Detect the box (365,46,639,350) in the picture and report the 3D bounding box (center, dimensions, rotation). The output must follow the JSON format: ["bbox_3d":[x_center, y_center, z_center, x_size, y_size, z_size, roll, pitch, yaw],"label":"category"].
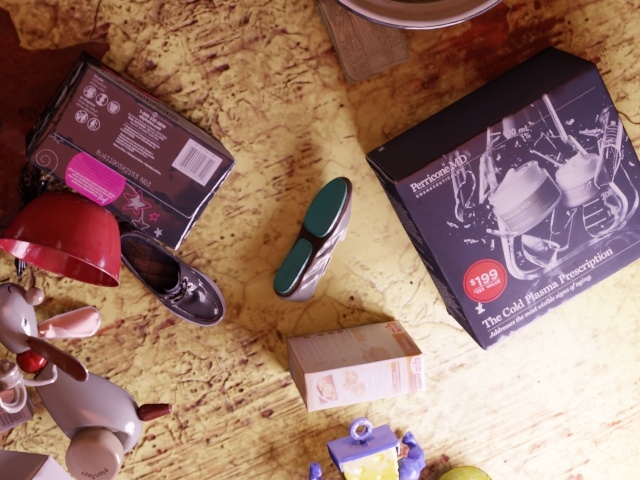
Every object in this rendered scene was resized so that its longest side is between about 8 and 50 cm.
[{"bbox_3d":[0.298,-0.066,1.947,0.343,0.179,0.312,-31,110,-2],"label":"box"}]

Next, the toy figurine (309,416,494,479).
[{"bbox_3d":[0.114,0.379,2.047,0.362,0.191,0.217,-16,105,-9],"label":"toy figurine"}]

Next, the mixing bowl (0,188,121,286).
[{"bbox_3d":[-0.354,-0.011,1.815,0.181,0.181,0.098,22,75,-18],"label":"mixing bowl"}]

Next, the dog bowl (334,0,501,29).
[{"bbox_3d":[0.119,-0.499,1.771,0.408,0.150,0.408,-3,103,-13],"label":"dog bowl"}]

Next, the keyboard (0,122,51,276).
[{"bbox_3d":[-0.503,-0.027,1.853,0.201,0.033,0.317,9,106,-14],"label":"keyboard"}]

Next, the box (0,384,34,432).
[{"bbox_3d":[-0.588,0.293,1.915,0.324,0.063,0.067,-24,110,-5],"label":"box"}]

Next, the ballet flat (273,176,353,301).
[{"bbox_3d":[0.000,0.000,1.967,0.068,0.072,0.213,20,104,-46],"label":"ballet flat"}]

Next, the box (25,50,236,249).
[{"bbox_3d":[-0.269,-0.130,1.815,0.247,0.142,0.163,33,96,-21],"label":"box"}]

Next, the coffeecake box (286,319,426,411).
[{"bbox_3d":[0.053,0.191,1.989,0.185,0.142,0.068,-9,110,-10],"label":"coffeecake box"}]

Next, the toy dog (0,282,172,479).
[{"bbox_3d":[-0.342,0.197,1.876,0.161,0.220,0.333,-28,129,11],"label":"toy dog"}]

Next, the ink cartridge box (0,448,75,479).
[{"bbox_3d":[-0.387,0.458,1.918,0.306,0.226,0.131,52,58,-21],"label":"ink cartridge box"}]

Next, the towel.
[{"bbox_3d":[0.064,-0.313,1.895,0.110,0.027,0.148,-26,111,-5],"label":"towel"}]

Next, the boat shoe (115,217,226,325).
[{"bbox_3d":[-0.226,0.054,1.917,0.080,0.076,0.228,-41,111,2],"label":"boat shoe"}]
